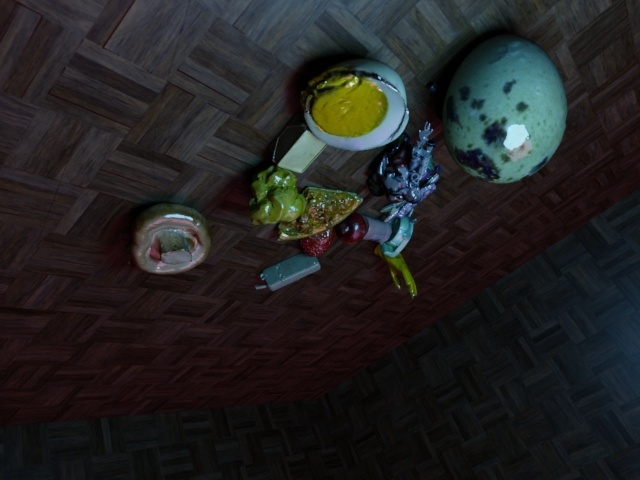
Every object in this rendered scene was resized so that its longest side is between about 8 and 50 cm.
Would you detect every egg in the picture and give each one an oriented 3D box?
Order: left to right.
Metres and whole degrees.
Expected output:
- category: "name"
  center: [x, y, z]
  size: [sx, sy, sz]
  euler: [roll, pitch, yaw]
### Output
- category: "egg"
  center: [0.092, -0.388, 1.300]
  size: [0.286, 0.174, 0.264]
  euler: [-3, 144, 8]
- category: "egg"
  center: [0.533, -0.382, 1.401]
  size: [0.344, 0.428, 0.345]
  euler: [-2, 174, 0]

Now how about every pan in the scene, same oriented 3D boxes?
- category: "pan"
  center: [0.408, -0.462, 1.539]
  size: [0.136, 0.028, 0.235]
  euler: [-43, 148, 27]

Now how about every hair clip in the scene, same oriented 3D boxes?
- category: "hair clip"
  center: [0.372, -0.172, 1.931]
  size: [0.292, 0.085, 0.106]
  euler: [-37, 166, 11]

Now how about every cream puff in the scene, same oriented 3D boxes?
- category: "cream puff"
  center: [-0.138, -0.144, 1.474]
  size: [0.194, 0.221, 0.195]
  euler: [-2, 104, -7]

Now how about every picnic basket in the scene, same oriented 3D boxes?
- category: "picnic basket"
  center: [-0.063, -0.287, 1.417]
  size: [0.115, 0.079, 0.164]
  euler: [11, 135, -48]

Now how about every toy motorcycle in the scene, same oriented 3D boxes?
- category: "toy motorcycle"
  center: [0.294, -0.258, 1.605]
  size: [0.134, 0.207, 0.401]
  euler: [-30, 156, -38]

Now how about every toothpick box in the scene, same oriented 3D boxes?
- category: "toothpick box"
  center: [0.212, -0.047, 1.972]
  size: [0.148, 0.098, 0.098]
  euler: [9, 136, -44]

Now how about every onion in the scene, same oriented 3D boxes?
- category: "onion"
  center: [0.118, -0.049, 1.874]
  size: [0.131, 0.131, 0.131]
  euler: [-18, 149, -11]

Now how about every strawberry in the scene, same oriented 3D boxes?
- category: "strawberry"
  center: [-0.001, 0.002, 1.911]
  size: [0.192, 0.085, 0.140]
  euler: [-32, 147, 8]

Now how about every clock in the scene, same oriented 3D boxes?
- category: "clock"
  center: [0.330, -0.044, 2.022]
  size: [0.066, 0.159, 0.211]
  euler: [23, 122, -20]

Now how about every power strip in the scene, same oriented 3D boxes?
- category: "power strip"
  center: [-0.145, 0.133, 1.996]
  size: [0.288, 0.093, 0.053]
  euler: [-24, 148, -1]

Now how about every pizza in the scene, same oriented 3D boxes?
- category: "pizza"
  center: [-0.003, -0.085, 1.779]
  size: [0.268, 0.087, 0.258]
  euler: [0, 145, -39]

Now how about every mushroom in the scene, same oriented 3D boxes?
- category: "mushroom"
  center: [-0.473, 0.000, 1.496]
  size: [0.278, 0.146, 0.278]
  euler: [-17, 140, -15]

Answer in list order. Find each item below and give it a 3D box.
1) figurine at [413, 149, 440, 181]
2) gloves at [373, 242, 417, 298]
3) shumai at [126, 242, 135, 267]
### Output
- category: "figurine"
  center: [0.340, -0.253, 1.760]
  size: [0.102, 0.112, 0.195]
  euler: [22, 132, -35]
- category: "gloves"
  center: [0.356, 0.135, 2.166]
  size: [0.116, 0.294, 0.133]
  euler: [-35, 149, 15]
- category: "shumai"
  center: [-0.590, 0.049, 1.553]
  size: [0.082, 0.080, 0.083]
  euler: [-10, 146, -27]
